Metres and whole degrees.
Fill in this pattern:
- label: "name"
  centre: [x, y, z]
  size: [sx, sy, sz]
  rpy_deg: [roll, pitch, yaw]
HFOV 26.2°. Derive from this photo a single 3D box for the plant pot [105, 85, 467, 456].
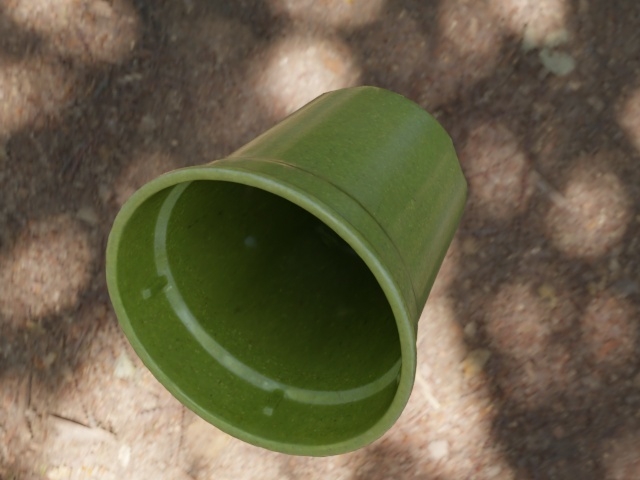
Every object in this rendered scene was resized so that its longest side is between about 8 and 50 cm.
- label: "plant pot"
  centre: [0.000, 0.000, 1.184]
  size: [0.276, 0.276, 0.254]
  rpy_deg: [38, 42, 2]
